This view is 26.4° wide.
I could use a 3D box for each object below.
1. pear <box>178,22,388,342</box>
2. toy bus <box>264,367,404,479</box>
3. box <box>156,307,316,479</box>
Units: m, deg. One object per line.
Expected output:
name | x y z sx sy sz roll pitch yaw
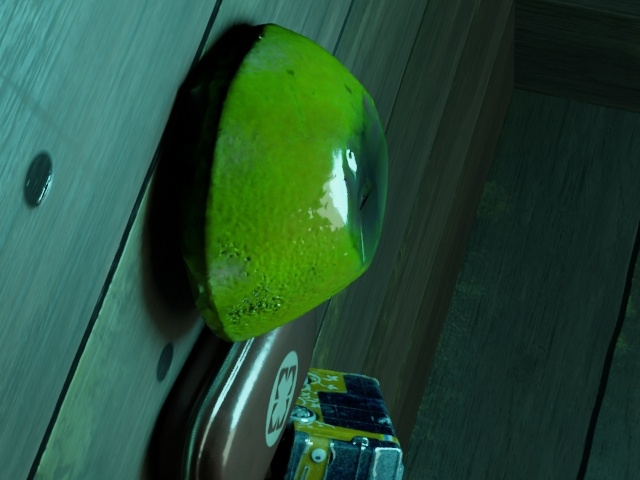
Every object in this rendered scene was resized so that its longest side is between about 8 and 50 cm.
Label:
pear | -0.021 -0.069 1.650 0.399 0.165 0.399 3 90 -74
toy bus | 0.011 0.314 2.080 0.323 0.194 0.162 -110 -149 -74
box | -0.103 0.205 1.845 0.263 0.108 0.404 90 18 -46
